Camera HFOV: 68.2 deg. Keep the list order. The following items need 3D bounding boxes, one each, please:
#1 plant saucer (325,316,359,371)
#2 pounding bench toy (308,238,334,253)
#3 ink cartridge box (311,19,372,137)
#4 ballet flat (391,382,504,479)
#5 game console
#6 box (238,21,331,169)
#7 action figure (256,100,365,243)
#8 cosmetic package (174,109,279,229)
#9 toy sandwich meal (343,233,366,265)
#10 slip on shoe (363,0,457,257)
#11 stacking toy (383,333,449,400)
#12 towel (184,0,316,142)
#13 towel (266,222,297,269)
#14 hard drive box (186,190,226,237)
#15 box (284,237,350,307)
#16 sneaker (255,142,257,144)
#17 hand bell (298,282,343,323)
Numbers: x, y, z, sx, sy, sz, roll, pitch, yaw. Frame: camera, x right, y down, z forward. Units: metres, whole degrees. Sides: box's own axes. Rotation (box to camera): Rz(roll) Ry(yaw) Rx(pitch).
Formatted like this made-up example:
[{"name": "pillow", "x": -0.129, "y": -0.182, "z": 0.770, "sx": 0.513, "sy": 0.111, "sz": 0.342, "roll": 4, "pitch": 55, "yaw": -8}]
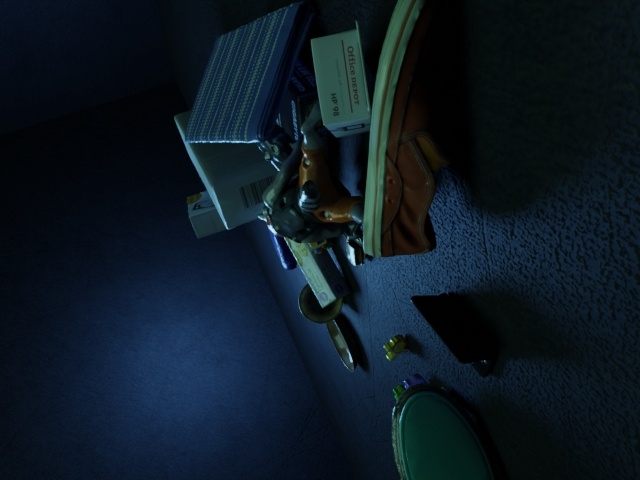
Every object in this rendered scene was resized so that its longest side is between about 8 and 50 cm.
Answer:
[{"name": "plant saucer", "x": 0.070, "y": 0.309, "z": 1.468, "sx": 0.198, "sy": 0.036, "sz": 0.198, "roll": 59, "pitch": 164, "yaw": 28}, {"name": "pounding bench toy", "x": 0.000, "y": 0.000, "z": 1.209, "sx": 0.065, "sy": 0.052, "sz": 0.083, "roll": 62, "pitch": -162, "yaw": 16}, {"name": "ink cartridge box", "x": 0.031, "y": -0.196, "z": 0.602, "sx": 0.180, "sy": 0.060, "sz": 0.104, "roll": -39, "pitch": -59, "yaw": -80}, {"name": "ballet flat", "x": 0.261, "y": 0.476, "z": 0.813, "sx": 0.482, "sy": 0.164, "sz": 0.182, "roll": 61, "pitch": -179, "yaw": 14}, {"name": "game console", "x": 0.188, "y": 0.142, "z": 0.691, "sx": 0.122, "sy": 0.071, "sz": 0.107, "roll": 57, "pitch": 162, "yaw": 39}, {"name": "box", "x": -0.071, "y": -0.271, "z": 1.021, "sx": 0.295, "sy": 0.073, "sz": 0.293, "roll": 85, "pitch": 158, "yaw": -53}, {"name": "action figure", "x": -0.049, "y": -0.106, "z": 0.841, "sx": 0.341, "sy": 0.178, "sz": 0.330, "roll": 45, "pitch": 153, "yaw": -5}, {"name": "cosmetic package", "x": -0.265, "y": -0.256, "z": 1.436, "sx": 0.453, "sy": 0.230, "sz": 0.161, "roll": 55, "pitch": 163, "yaw": 43}, {"name": "toy sandwich meal", "x": 0.071, "y": 0.012, "z": 1.013, "sx": 0.085, "sy": 0.029, "sz": 0.085, "roll": 59, "pitch": 164, "yaw": 29}, {"name": "slip on shoe", "x": 0.108, "y": -0.122, "z": 0.546, "sx": 0.123, "sy": 0.101, "sz": 0.331, "roll": -69, "pitch": -18, "yaw": -56}, {"name": "stacking toy", "x": 0.204, "y": 0.322, "z": 0.971, "sx": 0.167, "sy": 0.052, "sz": 0.221, "roll": -128, "pitch": 19, "yaw": -52}, {"name": "towel", "x": -0.145, "y": -0.292, "z": 0.875, "sx": 0.336, "sy": 0.040, "sz": 0.243, "roll": 16, "pitch": 86, "yaw": 52}, {"name": "towel", "x": -0.147, "y": -0.073, "z": 1.628, "sx": 0.227, "sy": 0.076, "sz": 0.308, "roll": -121, "pitch": 14, "yaw": -56}, {"name": "hard drive box", "x": -0.323, "y": -0.115, "z": 1.597, "sx": 0.181, "sy": 0.232, "sz": 0.089, "roll": -125, "pitch": 18, "yaw": -59}, {"name": "box", "x": -0.034, "y": 0.018, "z": 1.260, "sx": 0.067, "sy": 0.063, "sz": 0.324, "roll": -38, "pitch": 76, "yaw": 43}, {"name": "sneaker", "x": -0.136, "y": -0.233, "z": 1.119, "sx": 0.035, "sy": 0.031, "sz": 0.083, "roll": 66, "pitch": 168, "yaw": 1}, {"name": "hand bell", "x": 0.002, "y": 0.185, "z": 1.445, "sx": 0.242, "sy": 0.126, "sz": 0.126, "roll": 85, "pitch": 161, "yaw": -83}]
